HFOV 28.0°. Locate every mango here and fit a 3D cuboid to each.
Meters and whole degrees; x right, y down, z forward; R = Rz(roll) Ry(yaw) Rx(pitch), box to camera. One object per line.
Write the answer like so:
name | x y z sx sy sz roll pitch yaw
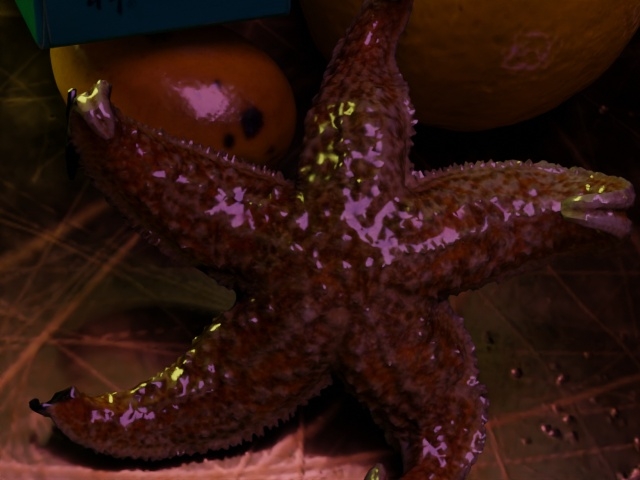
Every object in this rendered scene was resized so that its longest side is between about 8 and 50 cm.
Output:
mango | -0.097 -0.096 0.785 0.178 0.090 0.115 36 48 14

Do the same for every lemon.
lemon | 0.105 -0.203 0.819 0.240 0.219 0.241 6 63 -12

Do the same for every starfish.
starfish | 0.000 -0.003 0.696 0.303 0.113 0.312 24 86 -7

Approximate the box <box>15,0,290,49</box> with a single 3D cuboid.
box | -0.126 -0.214 0.789 0.153 0.092 0.245 -11 35 -20
